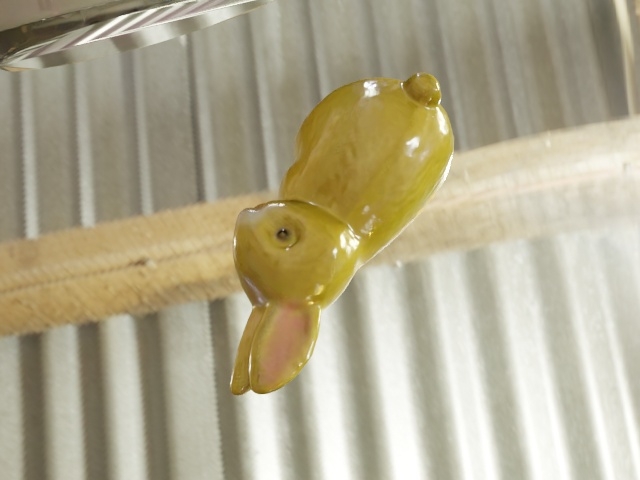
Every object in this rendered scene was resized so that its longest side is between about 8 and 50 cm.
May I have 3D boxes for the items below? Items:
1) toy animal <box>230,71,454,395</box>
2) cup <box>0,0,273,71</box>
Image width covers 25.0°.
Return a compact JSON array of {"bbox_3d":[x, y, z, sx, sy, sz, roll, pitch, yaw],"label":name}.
[{"bbox_3d":[0.000,-0.002,0.638,0.070,0.083,0.159,37,-119,-6],"label":"toy animal"},{"bbox_3d":[-0.143,-0.301,0.873,0.253,0.253,0.372,-12,-80,9],"label":"cup"}]
